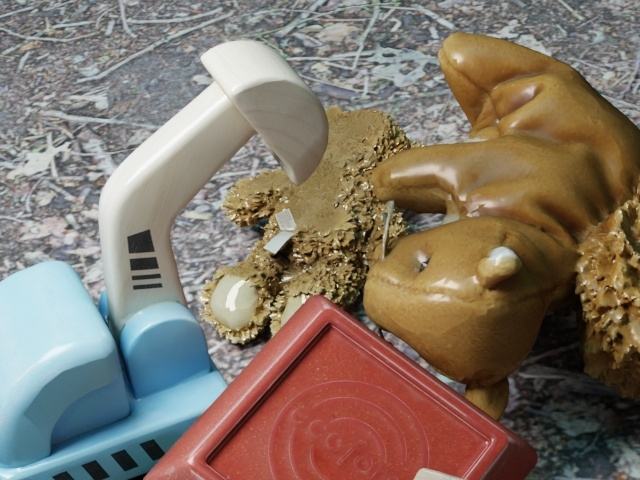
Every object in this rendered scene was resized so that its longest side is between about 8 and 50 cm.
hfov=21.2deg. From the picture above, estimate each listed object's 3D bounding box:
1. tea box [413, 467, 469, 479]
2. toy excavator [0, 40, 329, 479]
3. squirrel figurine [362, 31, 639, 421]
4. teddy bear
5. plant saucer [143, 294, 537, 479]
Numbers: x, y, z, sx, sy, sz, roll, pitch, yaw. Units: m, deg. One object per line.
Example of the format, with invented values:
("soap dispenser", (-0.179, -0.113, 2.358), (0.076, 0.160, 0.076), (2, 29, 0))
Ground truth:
("tea box", (0.193, 0.376, 1.206), (0.329, 0.323, 0.220), (11, 42, 24))
("toy excavator", (-0.182, 0.073, 1.571), (0.433, 0.445, 0.222), (-19, 39, -15))
("squirrel figurine", (0.231, 0.016, 1.660), (0.397, 0.281, 0.370), (16, 28, 12))
("teddy bear", (0.000, 0.000, 1.919), (0.245, 0.113, 0.338), (-5, 45, 17))
("plant saucer", (0.024, 0.190, 1.477), (0.258, 0.047, 0.259), (36, 59, 13))
